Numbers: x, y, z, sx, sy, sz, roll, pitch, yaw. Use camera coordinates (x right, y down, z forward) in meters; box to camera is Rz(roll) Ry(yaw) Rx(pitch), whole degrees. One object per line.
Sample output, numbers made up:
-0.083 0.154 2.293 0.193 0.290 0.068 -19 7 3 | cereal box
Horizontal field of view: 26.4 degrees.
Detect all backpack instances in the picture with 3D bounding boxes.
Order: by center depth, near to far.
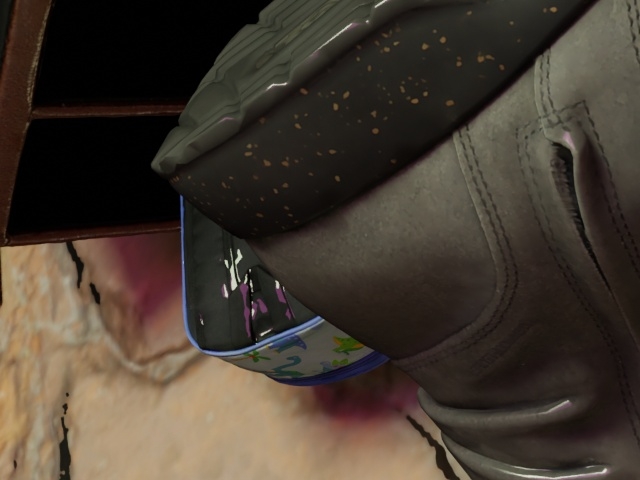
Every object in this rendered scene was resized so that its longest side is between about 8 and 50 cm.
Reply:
0.000 0.000 0.546 0.105 0.084 0.114 -22 53 33 | backpack

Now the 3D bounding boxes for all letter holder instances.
-0.095 -0.158 0.674 0.302 0.214 0.152 60 142 38 | letter holder

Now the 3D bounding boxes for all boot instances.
0.139 -0.031 0.362 0.338 0.223 0.118 -28 23 37 | boot
